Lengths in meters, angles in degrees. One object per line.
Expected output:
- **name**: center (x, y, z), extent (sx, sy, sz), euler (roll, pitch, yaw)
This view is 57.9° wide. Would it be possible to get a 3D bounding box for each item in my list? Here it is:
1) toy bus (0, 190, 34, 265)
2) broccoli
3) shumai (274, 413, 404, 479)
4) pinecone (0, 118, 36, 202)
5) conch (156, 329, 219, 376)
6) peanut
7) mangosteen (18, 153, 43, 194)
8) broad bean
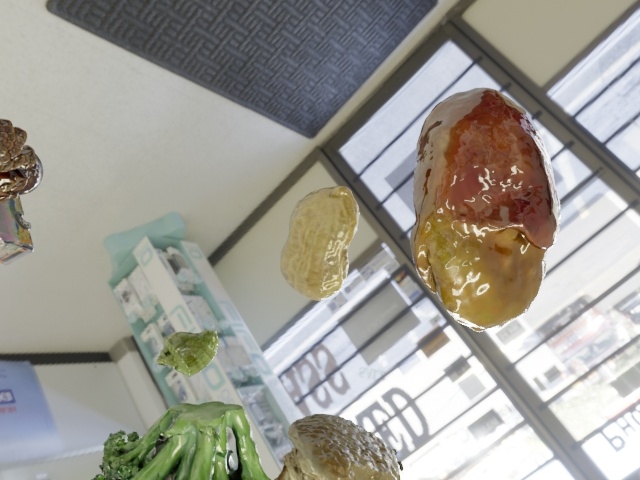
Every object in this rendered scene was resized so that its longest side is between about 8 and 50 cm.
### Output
- **toy bus**: center (-0.860, -0.098, 1.521), extent (0.113, 0.316, 0.138), euler (-29, 160, 7)
- **broccoli**: center (-0.190, 0.369, 0.859), extent (0.295, 0.245, 0.265), euler (3, 174, -4)
- **shumai**: center (0.008, 0.260, 0.625), extent (0.146, 0.146, 0.116), euler (14, 104, -59)
- **pinecone**: center (-0.719, -0.166, 1.245), extent (0.208, 0.207, 0.207), euler (-29, 155, -15)
- **conch**: center (-0.245, 0.208, 1.074), extent (0.121, 0.089, 0.074), euler (-20, -173, -17)
- **peanut**: center (0.000, 0.000, 1.153), extent (0.110, 0.197, 0.232), euler (6, 103, -32)
- **mangosteen**: center (-0.987, -0.221, 1.864), extent (0.173, 0.172, 0.184), euler (-10, 173, -44)
- **broad bean**: center (0.151, -0.033, 0.537), extent (0.122, 0.228, 0.156), euler (-15, 147, 34)
